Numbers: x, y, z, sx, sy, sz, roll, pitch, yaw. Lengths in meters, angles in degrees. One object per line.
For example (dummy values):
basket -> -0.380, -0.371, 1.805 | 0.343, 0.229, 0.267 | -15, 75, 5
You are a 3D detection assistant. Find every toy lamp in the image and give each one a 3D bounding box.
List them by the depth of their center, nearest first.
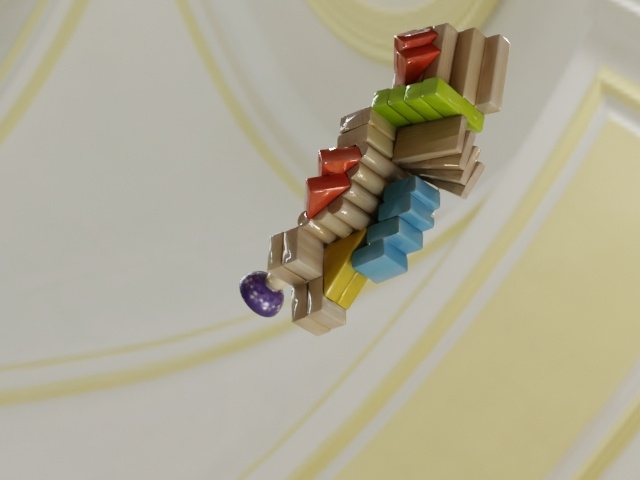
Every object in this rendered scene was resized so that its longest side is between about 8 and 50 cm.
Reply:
toy lamp -> 0.000, 0.000, 1.676 | 0.080, 0.275, 0.080 | 31, -144, -27

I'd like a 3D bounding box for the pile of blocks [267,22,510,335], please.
pile of blocks -> 0.062, -0.073, 1.298 | 0.149, 0.113, 0.362 | 24, -95, 49
